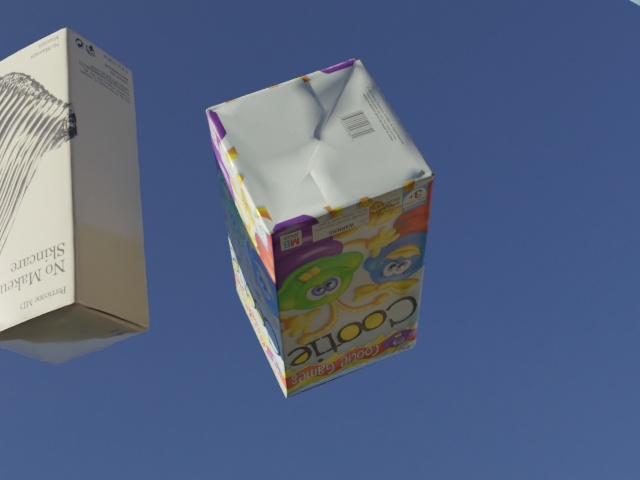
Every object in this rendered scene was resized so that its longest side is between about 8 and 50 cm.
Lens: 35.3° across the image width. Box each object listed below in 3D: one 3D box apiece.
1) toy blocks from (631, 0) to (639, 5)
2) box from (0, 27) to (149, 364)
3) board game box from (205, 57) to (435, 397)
[{"bbox_3d":[0.220,-0.102,0.541,0.148,0.123,0.054,21,-103,-5],"label":"toy blocks"},{"bbox_3d":[-0.228,-0.040,0.888,0.113,0.275,0.094,-22,-30,23],"label":"box"},{"bbox_3d":[0.000,0.000,0.903,0.142,0.144,0.275,-21,-34,-12],"label":"board game box"}]
